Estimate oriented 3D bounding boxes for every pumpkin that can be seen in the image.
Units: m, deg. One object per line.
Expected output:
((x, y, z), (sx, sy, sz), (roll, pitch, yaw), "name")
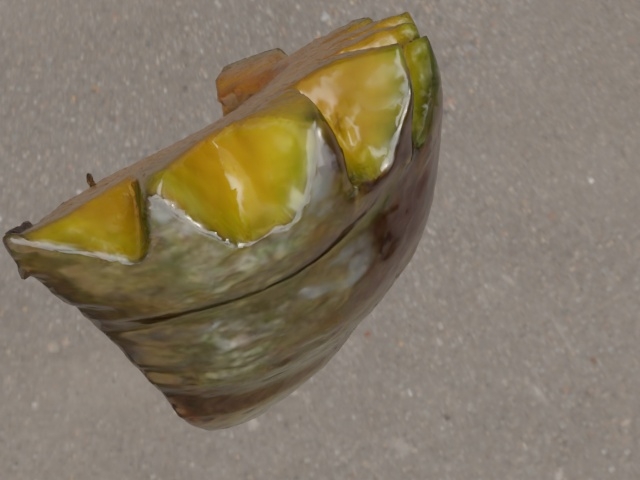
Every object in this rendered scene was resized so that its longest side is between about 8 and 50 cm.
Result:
((0.000, 0.000, 0.454), (0.130, 0.254, 0.149), (-14, 106, 15), "pumpkin")
